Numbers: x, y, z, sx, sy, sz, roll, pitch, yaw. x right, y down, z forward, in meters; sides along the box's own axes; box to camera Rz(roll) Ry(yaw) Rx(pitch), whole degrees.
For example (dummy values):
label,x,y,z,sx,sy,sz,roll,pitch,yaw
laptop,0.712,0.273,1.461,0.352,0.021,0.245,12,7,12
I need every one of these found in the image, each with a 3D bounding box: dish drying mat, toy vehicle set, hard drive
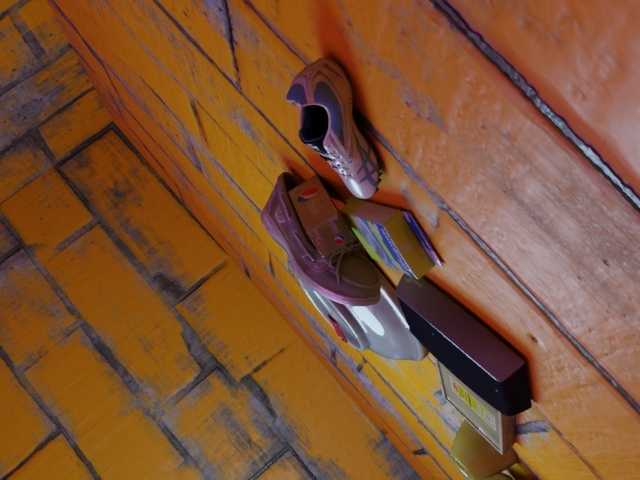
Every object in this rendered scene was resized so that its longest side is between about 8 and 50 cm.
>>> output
label,x,y,z,sx,sy,sz,roll,pitch,yaw
dish drying mat,0.036,0.187,1.587,0.032,0.008,0.083,42,166,39
toy vehicle set,0.285,0.287,1.387,0.166,0.035,0.267,43,166,32
hard drive,0.223,0.166,1.206,0.254,0.054,0.172,41,165,38

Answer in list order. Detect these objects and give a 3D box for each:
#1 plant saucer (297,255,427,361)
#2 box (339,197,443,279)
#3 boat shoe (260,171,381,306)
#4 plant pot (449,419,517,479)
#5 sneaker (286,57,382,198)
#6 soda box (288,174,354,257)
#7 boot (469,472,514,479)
label,x,y,z,sx,sy,sz,roll,pitch,yaw
plant saucer,0.055,0.122,1.587,0.400,0.100,0.400,48,168,14
box,0.106,-0.005,1.154,0.109,0.042,0.178,55,168,-21
boat shoe,0.001,-0.001,1.379,0.320,0.118,0.103,49,134,37
plant pot,0.324,0.438,1.556,0.134,0.095,0.134,48,168,14
sneaker,0.017,-0.133,0.992,0.085,0.086,0.237,38,164,39
soda box,-0.002,-0.044,1.262,0.058,0.061,0.181,57,-176,-26
boot,0.434,0.576,1.580,0.261,0.095,0.203,28,177,7
